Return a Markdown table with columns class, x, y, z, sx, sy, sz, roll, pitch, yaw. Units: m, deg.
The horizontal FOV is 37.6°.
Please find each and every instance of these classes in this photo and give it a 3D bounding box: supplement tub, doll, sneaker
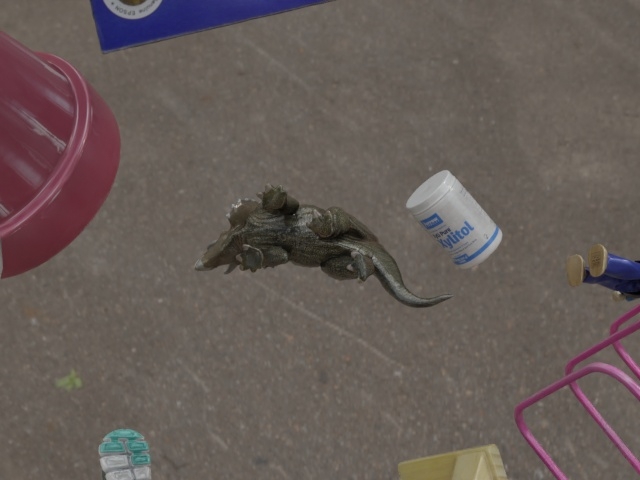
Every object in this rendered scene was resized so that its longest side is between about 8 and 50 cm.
| class | x | y | z | sx | sy | sz | roll | pitch | yaw |
| --- | --- | --- | --- | --- | --- | --- | --- | --- | --- |
| supplement tub | 0.163 | -0.024 | 1.142 | 0.071 | 0.107 | 0.071 | -41 | 13 | 12 |
| doll | 0.404 | 0.046 | 1.171 | 0.189 | 0.129 | 0.046 | 12 | 64 | -27 |
| sneaker | -0.196 | 0.285 | 0.980 | 0.065 | 0.076 | 0.166 | -2 | 61 | -18 |

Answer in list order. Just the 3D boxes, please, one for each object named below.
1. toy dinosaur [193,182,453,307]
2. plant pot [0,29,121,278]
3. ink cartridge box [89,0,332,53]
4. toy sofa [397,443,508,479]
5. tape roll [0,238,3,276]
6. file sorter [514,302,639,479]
| class | x | y | z | sx | sy | sz | roll | pitch | yaw |
| --- | --- | --- | --- | --- | --- | --- | --- | --- | --- |
| toy dinosaur | 0.000 | 0.000 | 1.072 | 0.313 | 0.121 | 0.160 | 6 | 4 | 10 |
| plant pot | -0.288 | -0.093 | 0.737 | 0.201 | 0.180 | 0.201 | -10 | 59 | 18 |
| ink cartridge box | -0.073 | -0.293 | 0.450 | 0.176 | 0.371 | 0.069 | -12 | 7 | 6 |
| toy sofa | 0.044 | 0.335 | 0.919 | 0.362 | 0.150 | 0.177 | -9 | 78 | -44 |
| tape roll | -0.211 | -0.101 | 0.341 | 0.100 | 0.286 | 0.286 | -19 | 46 | -11 |
| file sorter | 0.342 | 0.116 | 0.798 | 0.291 | 0.202 | 0.182 | -34 | 80 | -24 |
